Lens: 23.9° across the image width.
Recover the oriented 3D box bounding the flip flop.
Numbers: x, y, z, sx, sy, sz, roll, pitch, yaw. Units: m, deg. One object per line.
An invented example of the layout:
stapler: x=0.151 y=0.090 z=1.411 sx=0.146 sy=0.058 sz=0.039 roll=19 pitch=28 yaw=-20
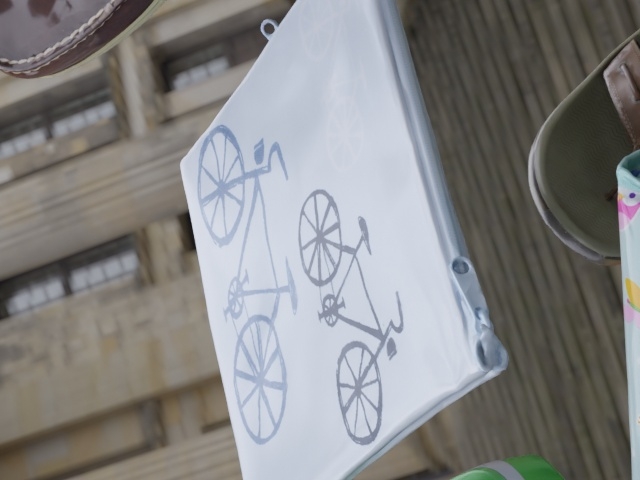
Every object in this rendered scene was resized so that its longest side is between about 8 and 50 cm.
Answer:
flip flop: x=0.247 y=-0.100 z=1.089 sx=0.112 sy=0.277 sz=0.080 roll=41 pitch=156 yaw=5

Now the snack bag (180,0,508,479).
snack bag: x=0.000 y=0.000 z=1.005 sx=0.342 sy=0.037 sz=0.323 roll=-48 pitch=48 yaw=52

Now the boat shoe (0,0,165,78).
boat shoe: x=-0.115 y=-0.208 z=0.848 sx=0.123 sy=0.342 sz=0.123 roll=50 pitch=-148 yaw=-2

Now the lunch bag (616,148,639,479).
lunch bag: x=0.288 y=0.032 z=0.850 sx=0.262 sy=0.160 sz=0.224 roll=-26 pitch=-64 yaw=-43

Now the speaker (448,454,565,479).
speaker: x=0.033 y=0.248 z=0.958 sx=0.131 sy=0.296 sz=0.131 roll=61 pitch=169 yaw=21
